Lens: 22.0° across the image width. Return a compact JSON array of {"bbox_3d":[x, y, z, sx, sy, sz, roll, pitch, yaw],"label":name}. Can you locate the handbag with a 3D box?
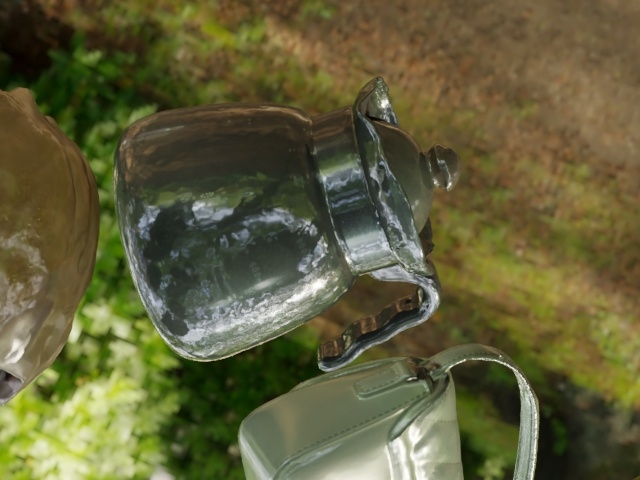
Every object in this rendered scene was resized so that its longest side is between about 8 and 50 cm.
[{"bbox_3d":[0.061,0.181,1.219,0.079,0.219,0.256,-125,19,-46],"label":"handbag"}]

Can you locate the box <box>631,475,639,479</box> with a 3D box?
[{"bbox_3d":[0.190,0.284,1.054,0.200,0.299,0.106,57,-170,-14],"label":"box"}]

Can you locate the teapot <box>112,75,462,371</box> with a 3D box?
[{"bbox_3d":[-0.003,0.004,1.437,0.285,0.223,0.305,-16,107,10],"label":"teapot"}]

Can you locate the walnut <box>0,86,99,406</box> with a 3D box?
[{"bbox_3d":[-0.226,0.015,1.117,0.141,0.204,0.238,35,143,27],"label":"walnut"}]
